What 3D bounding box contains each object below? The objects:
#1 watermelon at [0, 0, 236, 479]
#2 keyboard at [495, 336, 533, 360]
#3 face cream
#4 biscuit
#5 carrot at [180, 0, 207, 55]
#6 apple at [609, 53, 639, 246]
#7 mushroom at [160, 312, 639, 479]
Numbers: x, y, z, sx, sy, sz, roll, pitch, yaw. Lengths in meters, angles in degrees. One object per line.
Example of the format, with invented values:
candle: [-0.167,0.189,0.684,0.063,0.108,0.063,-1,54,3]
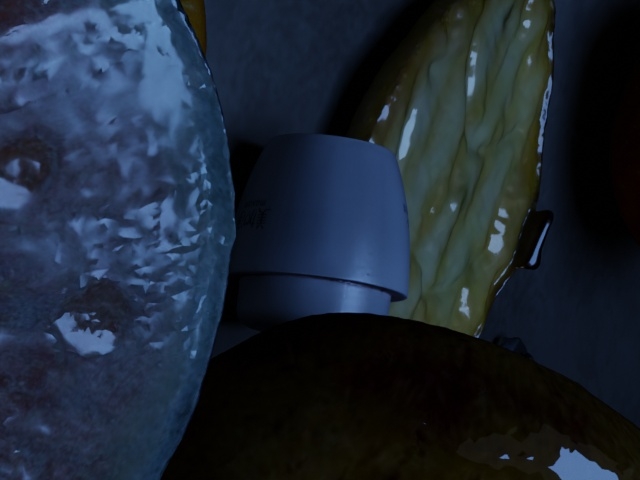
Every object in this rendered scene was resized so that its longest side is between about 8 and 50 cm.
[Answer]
watermelon: [-0.170,0.022,0.691,0.226,0.148,0.318,22,94,-39]
keyboard: [0.084,0.170,1.173,0.230,0.025,0.093,-57,138,-29]
face cream: [0.000,0.000,0.939,0.091,0.091,0.095,20,74,-56]
biscuit: [0.076,-0.045,1.088,0.203,0.041,0.260,51,57,-46]
carrot: [-0.090,-0.018,0.819,0.067,0.067,0.225,1,100,-56]
apple: [0.301,-0.064,1.271,0.230,0.230,0.230,-22,117,-52]
mushroom: [0.024,0.133,0.907,0.267,0.254,0.267,-17,134,-18]
